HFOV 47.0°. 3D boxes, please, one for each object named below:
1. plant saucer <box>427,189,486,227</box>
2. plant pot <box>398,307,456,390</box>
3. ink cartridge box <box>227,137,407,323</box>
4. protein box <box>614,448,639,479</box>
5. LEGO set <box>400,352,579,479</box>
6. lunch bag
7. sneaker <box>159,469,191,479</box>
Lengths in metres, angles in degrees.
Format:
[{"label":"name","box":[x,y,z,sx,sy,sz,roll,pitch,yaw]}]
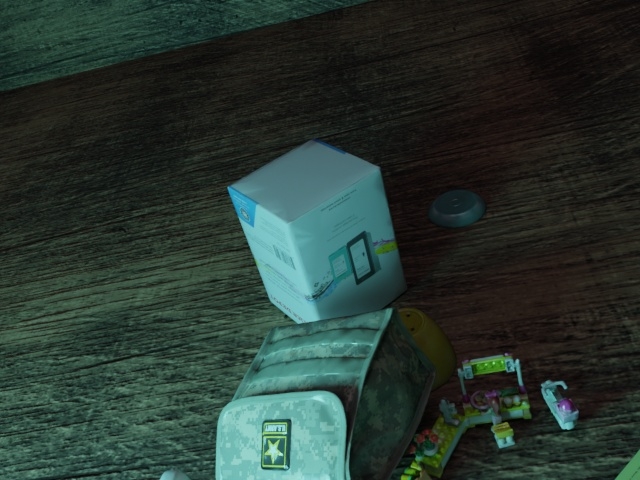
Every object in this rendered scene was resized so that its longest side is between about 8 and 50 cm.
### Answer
[{"label":"plant saucer","box":[0.275,-0.070,1.490,0.119,0.021,0.119,-11,36,8]},{"label":"plant pot","box":[0.143,0.164,1.169,0.134,0.095,0.134,-11,36,9]},{"label":"ink cartridge box","box":[0.000,0.000,1.301,0.197,0.270,0.198,-32,38,-22]},{"label":"protein box","box":[0.429,0.300,0.763,0.200,0.136,0.201,-37,10,-25]},{"label":"LEGO set","box":[0.205,0.246,1.022,0.287,0.107,0.132,-24,36,-9]},{"label":"lunch bag","box":[-0.004,0.250,1.026,0.235,0.169,0.287,-14,32,37]},{"label":"sneaker","box":[-0.153,0.428,0.951,0.123,0.106,0.290,-11,45,-2]}]
